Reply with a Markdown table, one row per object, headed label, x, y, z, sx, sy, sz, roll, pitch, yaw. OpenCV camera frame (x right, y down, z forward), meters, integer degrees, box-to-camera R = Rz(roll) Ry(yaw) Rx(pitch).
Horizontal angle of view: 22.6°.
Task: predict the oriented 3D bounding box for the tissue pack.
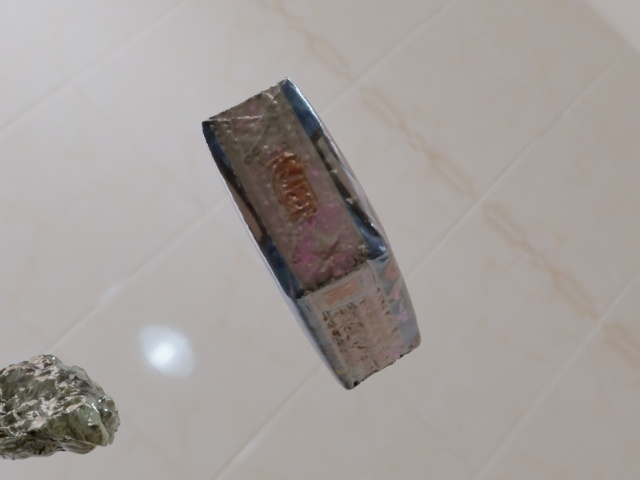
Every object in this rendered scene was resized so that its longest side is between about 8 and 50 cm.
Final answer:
| label | x | y | z | sx | sy | sz | roll | pitch | yaw |
| --- | --- | --- | --- | --- | --- | --- | --- | --- | --- |
| tissue pack | 0.000 | 0.000 | 0.848 | 0.115 | 0.065 | 0.155 | 61 | -2 | 23 |

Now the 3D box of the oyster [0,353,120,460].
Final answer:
| label | x | y | z | sx | sy | sz | roll | pitch | yaw |
| --- | --- | --- | --- | --- | --- | --- | --- | --- | --- |
| oyster | -0.219 | 0.131 | 1.232 | 0.177 | 0.125 | 0.064 | 0 | -67 | 24 |
